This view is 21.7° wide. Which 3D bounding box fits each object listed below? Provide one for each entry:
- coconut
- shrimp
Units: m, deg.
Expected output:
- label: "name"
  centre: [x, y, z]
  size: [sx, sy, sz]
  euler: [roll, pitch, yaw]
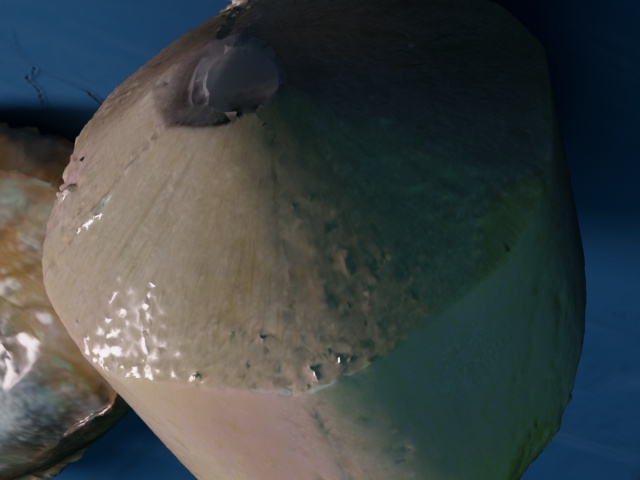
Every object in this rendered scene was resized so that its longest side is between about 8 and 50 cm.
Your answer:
- label: "coconut"
  centre: [0.000, 0.000, 0.757]
  size: [0.239, 0.239, 0.244]
  euler: [-3, 143, 17]
- label: "shrimp"
  centre: [-0.223, 0.075, 1.031]
  size: [0.221, 0.110, 0.446]
  euler: [24, 140, -11]
